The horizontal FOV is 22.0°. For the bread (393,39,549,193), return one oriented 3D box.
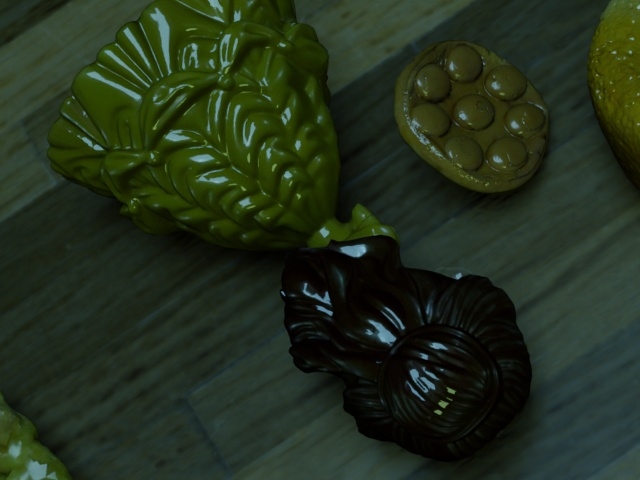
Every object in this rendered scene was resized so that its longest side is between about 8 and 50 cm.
[{"bbox_3d":[0.094,-0.078,1.022,0.110,0.024,0.110,11,60,-19],"label":"bread"}]

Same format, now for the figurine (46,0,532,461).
[{"bbox_3d":[0.001,0.001,0.986,0.187,0.168,0.315,-37,71,-15],"label":"figurine"}]

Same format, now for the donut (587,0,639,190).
[{"bbox_3d":[0.238,-0.104,0.967,0.174,0.074,0.190,-27,48,23],"label":"donut"}]

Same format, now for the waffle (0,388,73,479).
[{"bbox_3d":[-0.288,0.225,0.991,0.325,0.068,0.302,-31,61,2],"label":"waffle"}]
